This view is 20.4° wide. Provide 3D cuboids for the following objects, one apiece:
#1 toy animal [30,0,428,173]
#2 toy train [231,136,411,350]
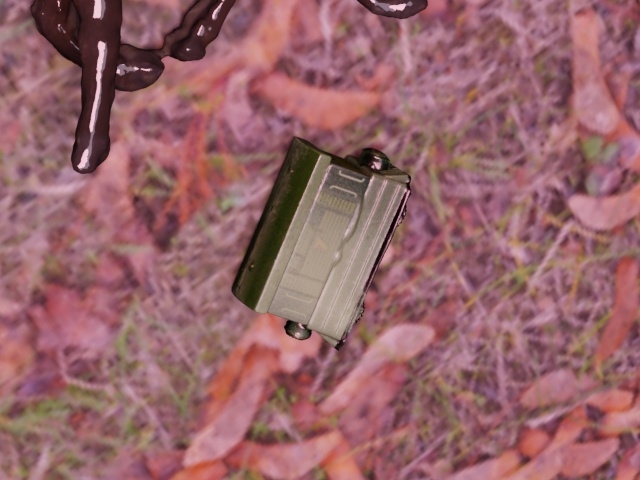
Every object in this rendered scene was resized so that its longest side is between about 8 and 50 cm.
[{"bbox_3d":[-0.068,-0.125,0.686,0.233,0.084,0.148,-28,117,-10],"label":"toy animal"},{"bbox_3d":[0.000,0.000,0.792,0.056,0.038,0.093,18,100,-28],"label":"toy train"}]
